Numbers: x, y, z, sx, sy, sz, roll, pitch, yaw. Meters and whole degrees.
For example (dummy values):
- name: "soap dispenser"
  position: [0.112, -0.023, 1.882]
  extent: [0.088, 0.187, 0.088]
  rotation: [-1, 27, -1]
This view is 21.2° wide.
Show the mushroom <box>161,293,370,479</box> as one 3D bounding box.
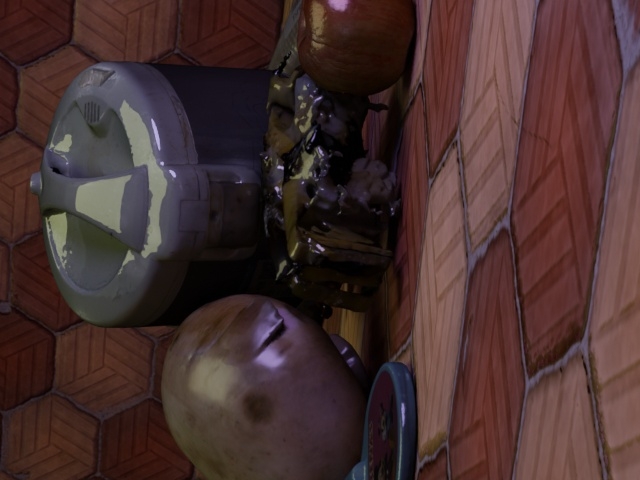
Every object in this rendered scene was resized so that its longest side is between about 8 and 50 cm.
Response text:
- name: "mushroom"
  position: [-0.043, 0.159, 1.641]
  extent: [0.255, 0.184, 0.255]
  rotation: [41, 141, 44]

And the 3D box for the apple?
- name: "apple"
  position: [0.032, -0.195, 1.556]
  extent: [0.126, 0.102, 0.126]
  rotation: [-175, 90, -84]

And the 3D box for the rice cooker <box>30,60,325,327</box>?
- name: "rice cooker"
  position: [-0.138, -0.044, 1.747]
  extent: [0.288, 0.277, 0.288]
  rotation: [2, 92, 54]

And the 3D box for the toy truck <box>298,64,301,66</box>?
- name: "toy truck"
  position: [0.016, -0.231, 1.906]
  extent: [0.065, 0.079, 0.147]
  rotation: [99, 173, -53]

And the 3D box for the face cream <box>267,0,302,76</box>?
- name: "face cream"
  position: [-0.012, -0.294, 2.365]
  extent: [0.137, 0.084, 0.341]
  rotation: [-94, 17, -45]

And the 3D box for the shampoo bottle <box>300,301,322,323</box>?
- name: "shampoo bottle"
  position: [-0.034, 0.110, 2.277]
  extent: [0.208, 0.063, 0.057]
  rotation: [102, 180, -58]

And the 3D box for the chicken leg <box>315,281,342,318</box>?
- name: "chicken leg"
  position: [-0.001, -0.013, 1.966]
  extent: [0.322, 0.083, 0.177]
  rotation: [-105, 9, -71]

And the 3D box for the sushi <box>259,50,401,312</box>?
- name: "sushi"
  position: [0.020, -0.056, 1.583]
  extent: [0.291, 0.139, 0.131]
  rotation: [-98, 29, -52]

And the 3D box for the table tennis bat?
- name: "table tennis bat"
  position: [0.049, 0.195, 1.456]
  extent: [0.244, 0.040, 0.153]
  rotation: [115, 159, -63]
